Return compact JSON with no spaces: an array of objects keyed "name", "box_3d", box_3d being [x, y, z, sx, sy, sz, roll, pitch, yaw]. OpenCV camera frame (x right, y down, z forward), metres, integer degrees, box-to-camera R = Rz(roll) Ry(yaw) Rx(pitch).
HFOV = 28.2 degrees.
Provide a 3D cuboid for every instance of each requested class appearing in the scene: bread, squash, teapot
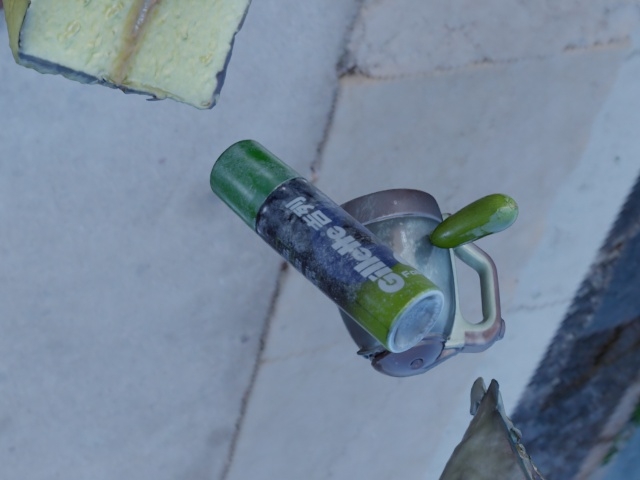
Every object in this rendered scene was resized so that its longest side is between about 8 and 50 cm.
[{"name":"bread","box_3d":[-0.200,-0.238,1.321,0.266,0.141,0.178,13,88,-42]},{"name":"squash","box_3d":[0.259,-0.030,2.177,0.066,0.066,0.201,1,163,-38]},{"name":"teapot","box_3d":[0.175,0.090,2.318,0.314,0.312,0.233,-7,158,-12]}]

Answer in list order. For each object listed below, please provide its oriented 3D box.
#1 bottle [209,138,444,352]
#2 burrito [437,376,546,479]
[{"name":"bottle","box_3d":[0.000,0.000,1.513,0.093,0.330,0.093,-34,146,-26]},{"name":"burrito","box_3d":[0.084,0.266,0.709,0.348,0.175,0.107,-60,165,-14]}]
